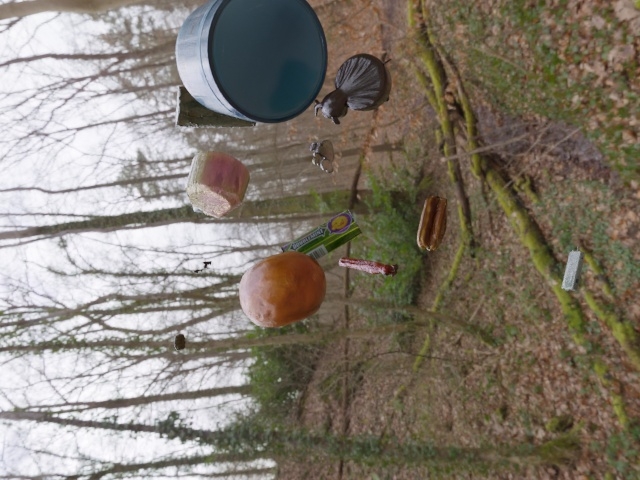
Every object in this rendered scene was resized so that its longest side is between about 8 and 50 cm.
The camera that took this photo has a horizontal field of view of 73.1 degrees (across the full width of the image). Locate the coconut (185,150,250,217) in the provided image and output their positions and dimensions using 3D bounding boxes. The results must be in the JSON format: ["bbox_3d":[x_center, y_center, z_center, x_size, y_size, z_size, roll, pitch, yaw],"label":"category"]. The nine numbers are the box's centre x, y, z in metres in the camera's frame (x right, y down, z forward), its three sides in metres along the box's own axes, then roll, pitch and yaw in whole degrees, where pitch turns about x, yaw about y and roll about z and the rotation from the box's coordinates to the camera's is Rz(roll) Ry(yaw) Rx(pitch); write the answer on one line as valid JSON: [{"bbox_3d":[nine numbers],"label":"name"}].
[{"bbox_3d":[-0.397,-0.232,1.679,0.233,0.233,0.245,73,-160,-55],"label":"coconut"}]

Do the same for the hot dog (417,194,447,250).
[{"bbox_3d":[0.483,-0.077,1.846,0.072,0.115,0.269,69,-142,-60],"label":"hot dog"}]

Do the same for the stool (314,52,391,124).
[{"bbox_3d":[0.085,-0.357,1.043,0.125,0.217,0.121,54,-161,3],"label":"stool"}]

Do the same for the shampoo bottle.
[{"bbox_3d":[-0.207,-0.509,1.206,0.342,0.331,0.331,30,139,53],"label":"shampoo bottle"}]

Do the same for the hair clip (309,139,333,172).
[{"bbox_3d":[0.017,-0.341,1.702,0.172,0.049,0.116,21,-91,-62],"label":"hair clip"}]

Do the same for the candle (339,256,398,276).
[{"bbox_3d":[0.180,0.103,1.744,0.329,0.051,0.048,7,118,54],"label":"candle"}]

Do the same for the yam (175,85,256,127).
[{"bbox_3d":[-0.410,-0.514,1.675,0.168,0.304,0.168,173,90,-71],"label":"yam"}]

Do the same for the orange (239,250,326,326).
[{"bbox_3d":[-0.120,0.154,1.379,0.284,0.284,0.226,-36,-74,-85],"label":"orange"}]

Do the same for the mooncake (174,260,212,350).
[{"bbox_3d":[-0.476,0.229,1.594,0.150,0.057,0.347,118,163,-76],"label":"mooncake"}]

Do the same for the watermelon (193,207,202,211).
[{"bbox_3d":[-0.500,-0.161,1.833,0.180,0.081,0.094,45,-148,-60],"label":"watermelon"}]

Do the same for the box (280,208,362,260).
[{"bbox_3d":[0.000,0.000,1.876,0.097,0.345,0.134,57,-175,-48],"label":"box"}]

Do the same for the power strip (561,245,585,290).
[{"bbox_3d":[0.739,0.082,1.259,0.051,0.019,0.136,151,135,-83],"label":"power strip"}]
